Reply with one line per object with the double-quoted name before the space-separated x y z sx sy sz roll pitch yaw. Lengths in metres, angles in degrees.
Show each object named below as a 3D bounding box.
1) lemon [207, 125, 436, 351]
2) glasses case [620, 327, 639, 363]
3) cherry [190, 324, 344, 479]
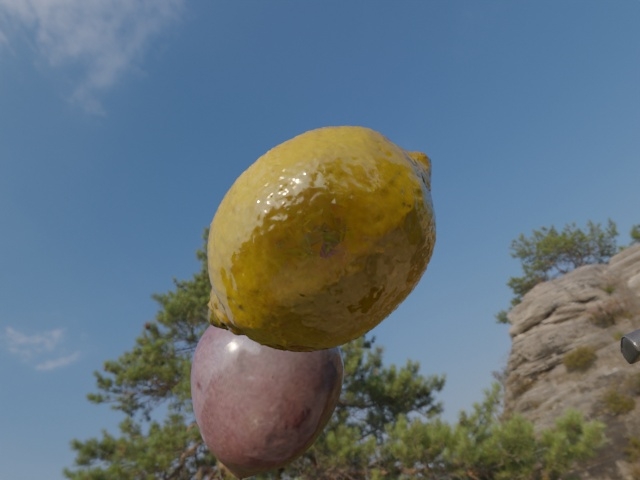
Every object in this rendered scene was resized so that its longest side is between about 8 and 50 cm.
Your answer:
"lemon" 0.000 0.000 0.425 0.256 0.188 0.188 -39 -34 -1
"glasses case" 0.638 0.158 0.825 0.190 0.042 0.072 -27 -47 4
"cherry" -0.078 0.223 0.688 0.239 0.240 0.206 10 -31 -38
